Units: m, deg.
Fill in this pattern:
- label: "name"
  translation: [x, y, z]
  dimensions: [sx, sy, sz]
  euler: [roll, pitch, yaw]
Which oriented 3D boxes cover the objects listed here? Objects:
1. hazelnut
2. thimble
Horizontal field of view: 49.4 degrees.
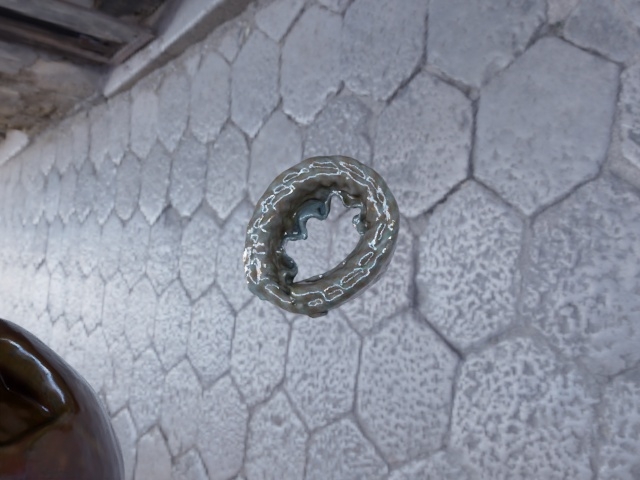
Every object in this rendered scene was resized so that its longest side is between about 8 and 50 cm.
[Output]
- label: "hazelnut"
  translation: [-0.433, 0.286, 0.829]
  dimensions: [0.430, 0.402, 0.401]
  euler: [-18, 67, 32]
- label: "thimble"
  translation: [0.007, -0.001, 0.984]
  dimensions: [0.148, 0.196, 0.229]
  euler: [42, -108, -79]
